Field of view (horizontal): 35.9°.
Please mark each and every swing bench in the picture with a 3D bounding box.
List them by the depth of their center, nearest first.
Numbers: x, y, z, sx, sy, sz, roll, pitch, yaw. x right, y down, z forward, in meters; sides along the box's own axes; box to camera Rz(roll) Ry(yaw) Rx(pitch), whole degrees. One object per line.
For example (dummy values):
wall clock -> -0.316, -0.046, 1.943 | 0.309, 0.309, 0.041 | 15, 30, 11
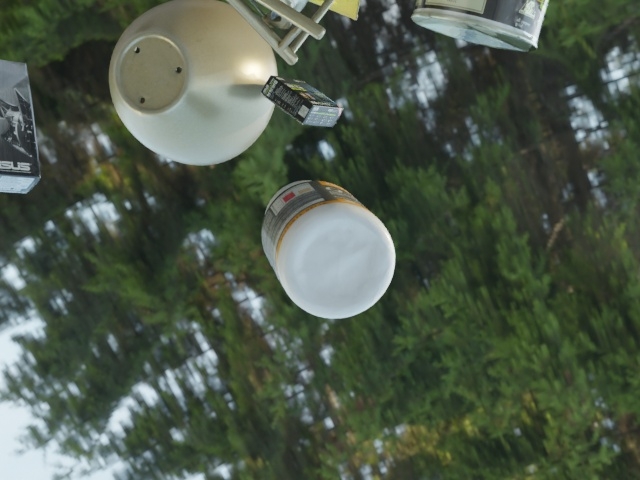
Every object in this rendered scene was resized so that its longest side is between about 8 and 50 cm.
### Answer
swing bench -> -0.050, -0.444, 1.437 | 0.253, 0.254, 0.165 | -54, -169, -13

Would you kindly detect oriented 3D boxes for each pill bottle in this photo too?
pill bottle -> 0.000, 0.000, 1.434 | 0.162, 0.162, 0.278 | -26, -163, -3

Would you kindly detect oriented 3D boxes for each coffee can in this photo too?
coffee can -> 0.269, -0.448, 1.505 | 0.201, 0.275, 0.201 | 15, -174, -2

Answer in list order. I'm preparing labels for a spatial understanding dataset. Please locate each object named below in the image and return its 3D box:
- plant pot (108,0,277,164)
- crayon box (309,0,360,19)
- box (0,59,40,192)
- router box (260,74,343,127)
plant pot -> -0.233, -0.267, 1.619 | 0.284, 0.284, 0.191 | -17, 178, 17
crayon box -> 0.018, -0.585, 1.820 | 0.202, 0.319, 0.081 | 25, -131, 10
box -> -0.501, -0.161, 1.319 | 0.231, 0.183, 0.056 | 3, 157, -37
router box -> -0.028, -0.225, 1.604 | 0.038, 0.092, 0.122 | -59, 161, 17
